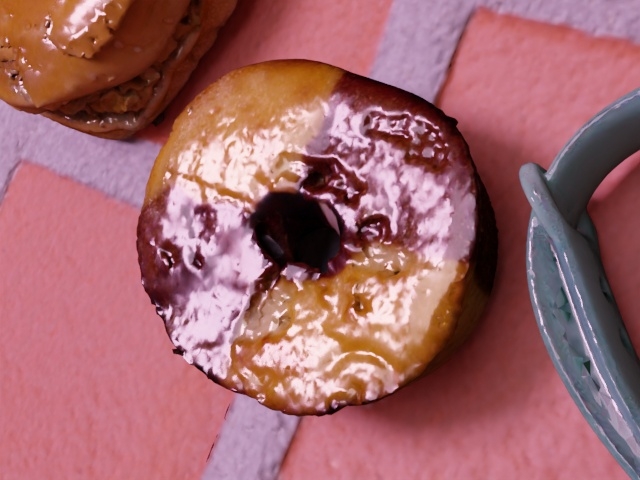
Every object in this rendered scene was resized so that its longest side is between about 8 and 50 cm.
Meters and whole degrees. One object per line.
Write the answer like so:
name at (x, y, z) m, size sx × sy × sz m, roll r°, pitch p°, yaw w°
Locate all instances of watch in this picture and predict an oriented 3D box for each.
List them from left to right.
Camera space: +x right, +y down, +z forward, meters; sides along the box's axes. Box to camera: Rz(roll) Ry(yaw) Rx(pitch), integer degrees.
watch at (0.184, 0.023, 0.347) m, size 0.237 × 0.068 × 0.195 m, roll 44°, pitch 104°, yaw 28°

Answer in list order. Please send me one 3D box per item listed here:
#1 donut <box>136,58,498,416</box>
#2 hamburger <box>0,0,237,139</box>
donut at (0.000, 0.000, 0.457) m, size 0.184 × 0.073 × 0.166 m, roll 9°, pitch 82°, yaw 32°
hamburger at (-0.137, -0.174, 0.572) m, size 0.214 × 0.108 × 0.213 m, roll -6°, pitch 78°, yaw 33°
